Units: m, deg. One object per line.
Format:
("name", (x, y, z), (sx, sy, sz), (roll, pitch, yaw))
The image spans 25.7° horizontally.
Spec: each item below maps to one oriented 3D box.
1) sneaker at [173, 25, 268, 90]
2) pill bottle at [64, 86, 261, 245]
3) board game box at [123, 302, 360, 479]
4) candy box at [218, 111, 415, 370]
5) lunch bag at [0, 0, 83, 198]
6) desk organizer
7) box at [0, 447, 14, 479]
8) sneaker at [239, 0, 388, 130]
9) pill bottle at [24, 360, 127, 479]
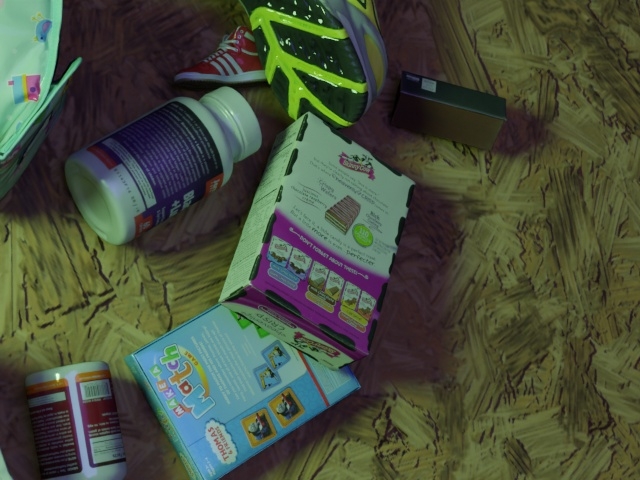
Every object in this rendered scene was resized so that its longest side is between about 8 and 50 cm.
("sneaker", (-0.113, -0.203, 1.556), (0.118, 0.042, 0.067), (-7, 86, -34))
("pill bottle", (-0.160, -0.085, 1.473), (0.193, 0.108, 0.108), (-33, 94, -26))
("board game box", (-0.081, 0.142, 1.501), (0.211, 0.039, 0.160), (-30, 92, -28))
("candy box", (0.000, 0.000, 1.517), (0.159, 0.071, 0.233), (33, 55, -22))
("lunch bag", (-0.320, -0.173, 1.352), (0.160, 0.223, 0.262), (-2, 80, -18))
("desk organizer", (0.151, -0.153, 1.663), (0.130, 0.050, 0.047), (14, 39, -6))
("box", (-0.377, 0.170, 1.277), (0.119, 0.182, 0.181), (-19, 88, -27))
("sneaker", (-0.035, -0.315, 1.553), (0.147, 0.145, 0.385), (-47, 122, -57))
("pill bottle", (-0.239, 0.200, 1.389), (0.086, 0.086, 0.152), (-7, 82, -26))
